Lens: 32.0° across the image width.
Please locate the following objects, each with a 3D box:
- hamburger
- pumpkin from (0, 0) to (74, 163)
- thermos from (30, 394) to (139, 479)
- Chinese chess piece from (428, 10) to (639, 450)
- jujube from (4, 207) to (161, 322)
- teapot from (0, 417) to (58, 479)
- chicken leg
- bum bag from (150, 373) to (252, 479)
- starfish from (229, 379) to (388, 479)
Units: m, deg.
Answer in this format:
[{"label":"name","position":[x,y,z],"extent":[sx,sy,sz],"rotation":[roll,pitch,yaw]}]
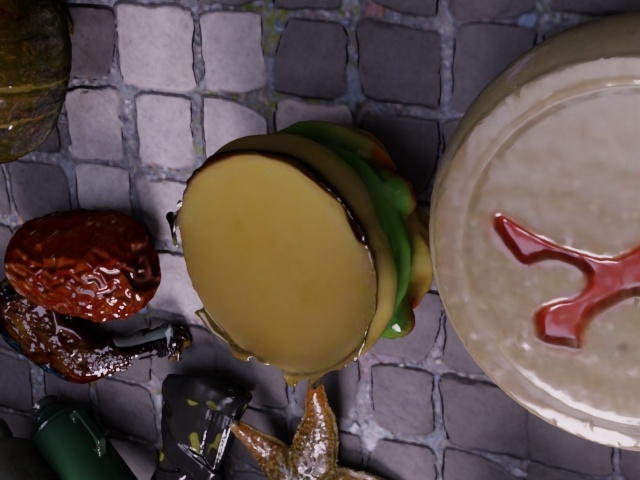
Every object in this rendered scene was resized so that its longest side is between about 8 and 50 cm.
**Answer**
[{"label":"hamburger","position":[0.000,0.000,0.979],"extent":[0.237,0.149,0.237],"rotation":[16,119,31]},{"label":"pumpkin","position":[-0.315,-0.193,1.066],"extent":[0.219,0.162,0.219],"rotation":[27,126,46]},{"label":"thermos","position":[-0.262,0.246,1.239],"extent":[0.188,0.073,0.083],"rotation":[45,166,27]},{"label":"Chinese chess piece","position":[0.251,-0.005,0.851],"extent":[0.338,0.140,0.338],"rotation":[11,115,23]},{"label":"jujube","position":[-0.245,0.024,1.146],"extent":[0.176,0.109,0.112],"rotation":[4,76,35]},{"label":"teapot","position":[-0.336,0.317,1.254],"extent":[0.129,0.193,0.294],"rotation":[-48,61,7]},{"label":"chicken leg","position":[-0.257,0.105,1.216],"extent":[0.253,0.051,0.106],"rotation":[11,110,20]},{"label":"bum bag","position":[-0.135,0.239,1.201],"extent":[0.107,0.060,0.232],"rotation":[27,119,25]},{"label":"starfish","position":[0.017,0.249,1.134],"extent":[0.138,0.050,0.247],"rotation":[-26,110,33]}]
